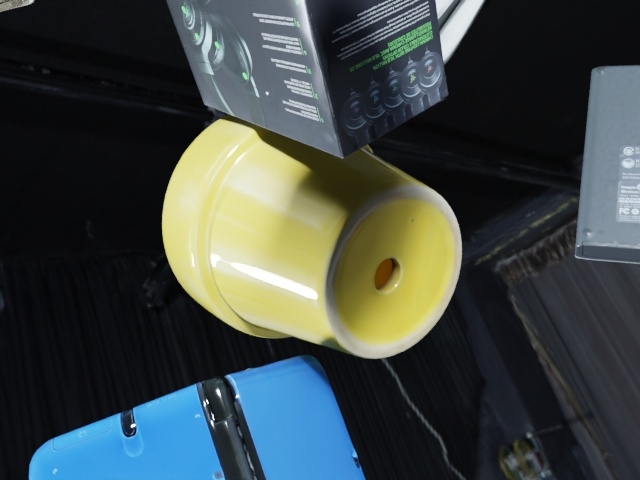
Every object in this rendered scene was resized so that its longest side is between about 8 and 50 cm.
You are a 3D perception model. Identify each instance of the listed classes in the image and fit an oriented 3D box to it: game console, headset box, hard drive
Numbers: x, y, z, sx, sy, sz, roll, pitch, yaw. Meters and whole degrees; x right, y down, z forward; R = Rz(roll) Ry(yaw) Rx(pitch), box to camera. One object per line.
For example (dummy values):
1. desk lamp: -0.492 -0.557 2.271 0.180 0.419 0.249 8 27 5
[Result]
1. game console: -0.071 0.275 0.559 0.250 0.293 0.173 -21 -14 -3
2. headset box: -0.033 -0.229 0.549 0.131 0.246 0.283 -33 -53 -24
3. hard drive: 0.210 -0.050 0.384 0.094 0.135 0.022 5 -25 23

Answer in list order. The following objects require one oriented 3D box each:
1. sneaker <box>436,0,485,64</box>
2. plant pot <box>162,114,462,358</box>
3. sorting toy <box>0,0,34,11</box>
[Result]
1. sneaker: 0.138 -0.414 0.726 0.258 0.169 0.447 8 -62 -47
2. plant pot: 0.000 0.000 0.647 0.254 0.239 0.253 -12 -68 -32
3. sorting toy: -0.267 -0.202 0.463 0.045 0.075 0.083 -3 26 22
